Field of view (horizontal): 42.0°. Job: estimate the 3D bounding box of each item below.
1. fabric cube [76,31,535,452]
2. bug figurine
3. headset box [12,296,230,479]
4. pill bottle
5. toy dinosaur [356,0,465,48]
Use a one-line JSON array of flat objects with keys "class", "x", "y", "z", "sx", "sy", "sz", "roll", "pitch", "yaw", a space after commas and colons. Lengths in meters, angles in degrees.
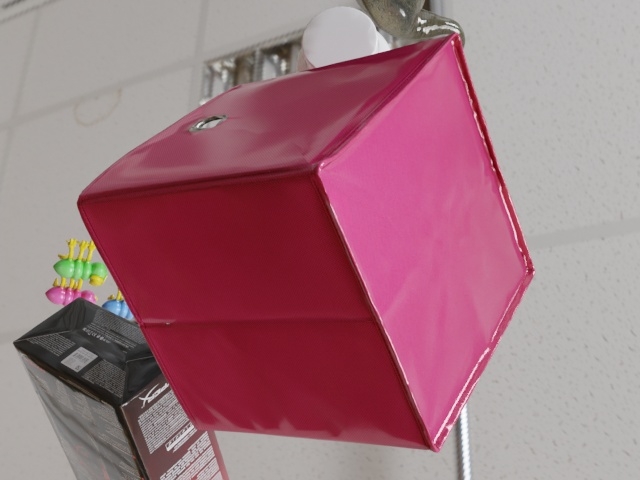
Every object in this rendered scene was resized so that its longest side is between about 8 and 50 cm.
[{"class": "fabric cube", "x": 0.000, "y": 0.000, "z": 0.737, "sx": 0.258, "sy": 0.259, "sz": 0.254, "roll": -4, "pitch": -151, "yaw": 38}, {"class": "bug figurine", "x": -0.370, "y": 0.082, "z": 1.476, "sx": 0.279, "sy": 0.216, "sz": 0.072, "roll": 135, "pitch": -39, "yaw": -55}, {"class": "headset box", "x": -0.239, "y": 0.243, "z": 1.057, "sx": 0.218, "sy": 0.293, "sz": 0.110, "roll": 18, "pitch": -138, "yaw": 37}, {"class": "pill bottle", "x": 0.032, "y": -0.180, "z": 0.946, "sx": 0.108, "sy": 0.193, "sz": 0.108, "roll": -2, "pitch": -105, "yaw": 7}, {"class": "toy dinosaur", "x": 0.092, "y": -0.358, "z": 1.143, "sx": 0.121, "sy": 0.313, "sz": 0.160, "roll": 14, "pitch": -121, "yaw": 43}]
